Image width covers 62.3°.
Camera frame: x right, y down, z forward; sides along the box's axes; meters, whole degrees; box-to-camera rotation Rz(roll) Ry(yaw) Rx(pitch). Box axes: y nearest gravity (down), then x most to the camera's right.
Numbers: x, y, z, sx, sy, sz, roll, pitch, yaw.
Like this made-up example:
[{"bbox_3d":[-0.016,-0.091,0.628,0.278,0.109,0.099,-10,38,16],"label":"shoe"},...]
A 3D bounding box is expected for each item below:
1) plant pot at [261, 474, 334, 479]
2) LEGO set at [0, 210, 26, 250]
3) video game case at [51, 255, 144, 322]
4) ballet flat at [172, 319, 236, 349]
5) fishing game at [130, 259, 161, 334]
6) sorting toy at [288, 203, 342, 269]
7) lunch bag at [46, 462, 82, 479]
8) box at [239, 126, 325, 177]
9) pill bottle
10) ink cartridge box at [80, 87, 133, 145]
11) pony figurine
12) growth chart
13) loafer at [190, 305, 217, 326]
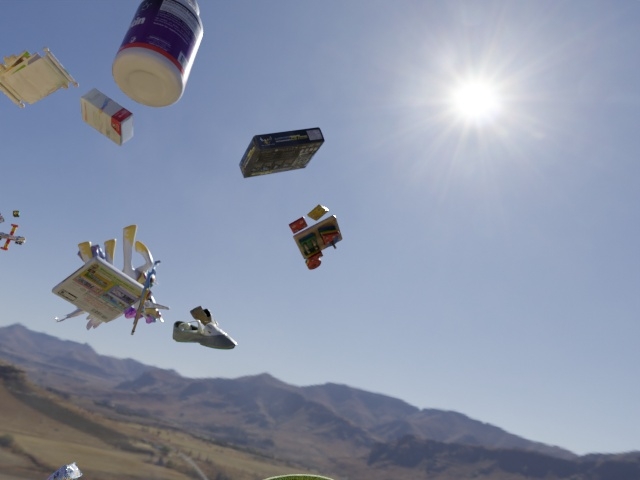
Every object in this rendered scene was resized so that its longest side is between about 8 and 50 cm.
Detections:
[{"bbox_3d":[-0.061,0.698,1.161,0.276,0.254,0.276,-3,0,0],"label":"plant pot"},{"bbox_3d":[-1.288,-0.028,2.083,0.182,0.244,0.060,51,-28,10],"label":"LEGO set"},{"bbox_3d":[-0.684,0.158,1.656,0.193,0.023,0.212,-33,-50,14],"label":"video game case"},{"bbox_3d":[-0.332,0.262,1.493,0.213,0.068,0.072,3,5,26],"label":"ballet flat"},{"bbox_3d":[-0.483,0.148,1.490,0.041,0.189,0.264,20,5,-16],"label":"fishing game"},{"bbox_3d":[0.000,0.000,1.510,0.132,0.046,0.274,-28,-31,-4],"label":"sorting toy"},{"bbox_3d":[-0.724,0.667,1.485,0.053,0.071,0.083,53,-9,8],"label":"lunch bag"},{"bbox_3d":[-0.125,-0.278,1.683,0.232,0.059,0.183,-13,-16,-27],"label":"box"},{"bbox_3d":[-0.422,-0.525,1.410,0.181,0.323,0.181,5,-32,3],"label":"pill bottle"},{"bbox_3d":[-0.773,-0.448,1.920,0.175,0.072,0.127,35,-36,3],"label":"ink cartridge box"},{"bbox_3d":[-0.752,0.168,1.920,0.351,0.364,0.303,-19,-9,0],"label":"pony figurine"},{"bbox_3d":[-0.939,-0.530,1.715,0.237,0.021,0.172,-20,-50,7],"label":"growth chart"},{"bbox_3d":[-0.419,0.285,1.946,0.056,0.050,0.148,52,2,36],"label":"loafer"}]
